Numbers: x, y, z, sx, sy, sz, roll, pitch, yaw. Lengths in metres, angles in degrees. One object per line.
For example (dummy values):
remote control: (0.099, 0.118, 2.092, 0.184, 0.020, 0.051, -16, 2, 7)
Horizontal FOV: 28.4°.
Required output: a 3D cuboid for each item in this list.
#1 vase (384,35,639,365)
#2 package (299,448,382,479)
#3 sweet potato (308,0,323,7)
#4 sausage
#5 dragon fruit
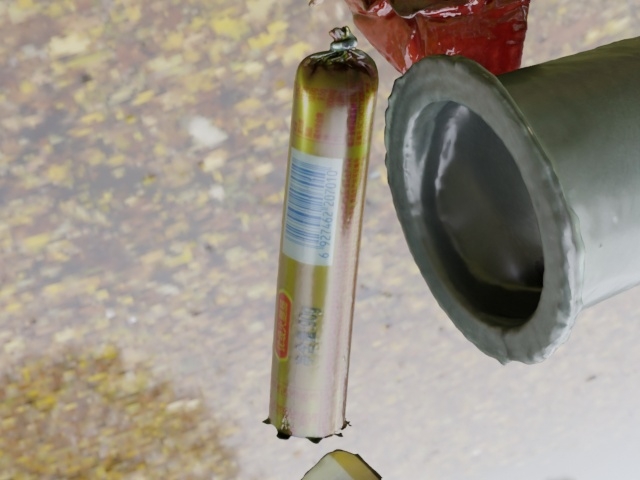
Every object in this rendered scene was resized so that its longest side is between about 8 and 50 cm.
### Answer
vase: (0.228, -0.067, 0.991, 0.291, 0.245, 0.245, -22, 156, -23)
package: (0.057, 0.327, 0.835, 0.221, 0.311, 0.165, -46, 157, -8)
sweet potato: (-0.053, -0.333, 1.311, 0.055, 0.202, 0.058, -38, -164, 15)
sausage: (0.000, 0.000, 1.071, 0.082, 0.082, 0.371, -9, 117, -28)
dragon fruit: (0.105, -0.295, 1.184, 0.152, 0.317, 0.205, 6, 131, -10)
